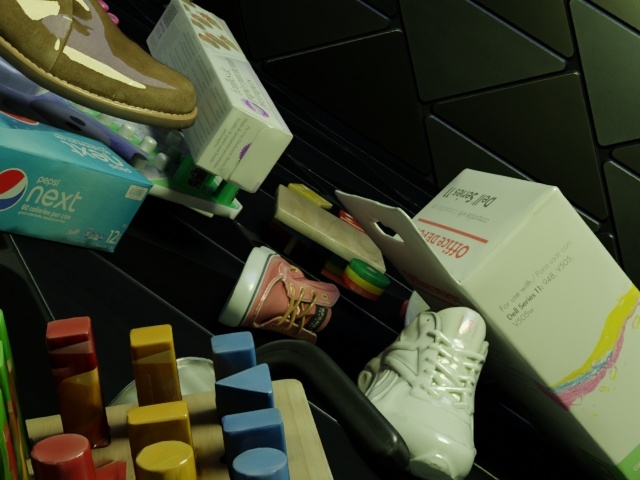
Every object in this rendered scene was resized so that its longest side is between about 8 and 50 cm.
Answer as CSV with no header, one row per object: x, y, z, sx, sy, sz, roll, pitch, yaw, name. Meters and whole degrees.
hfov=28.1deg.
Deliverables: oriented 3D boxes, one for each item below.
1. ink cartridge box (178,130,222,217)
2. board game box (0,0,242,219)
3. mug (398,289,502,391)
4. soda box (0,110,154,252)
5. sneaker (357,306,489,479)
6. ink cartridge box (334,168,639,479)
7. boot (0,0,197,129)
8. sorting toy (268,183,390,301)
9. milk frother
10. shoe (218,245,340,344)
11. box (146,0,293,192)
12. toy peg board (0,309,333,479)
-0.157,-0.082,1.303,0.122,0.052,0.088,25,14,-25,ink cartridge box
-0.288,-0.184,1.158,0.390,0.050,0.390,17,22,-43,board game box
0.176,0.091,1.329,0.169,0.113,0.150,28,13,-37,mug
-0.222,-0.049,0.930,0.071,0.067,0.210,39,12,30,soda box
0.084,0.105,0.976,0.090,0.115,0.232,30,11,-10,sneaker
0.185,0.056,1.115,0.353,0.119,0.207,48,-7,-16,ink cartridge box
-0.219,-0.196,1.033,0.305,0.115,0.112,31,15,-13,boot
0.000,0.000,1.398,0.132,0.046,0.274,31,11,-8,sorting toy
-0.021,0.138,0.636,0.135,0.129,0.143,41,-29,38,milk frother
-0.029,0.048,1.047,0.081,0.063,0.178,27,6,1,shoe
-0.103,-0.147,1.200,0.063,0.067,0.324,26,17,-26,box
-0.078,0.079,0.501,0.160,0.079,0.161,-9,22,-7,toy peg board
